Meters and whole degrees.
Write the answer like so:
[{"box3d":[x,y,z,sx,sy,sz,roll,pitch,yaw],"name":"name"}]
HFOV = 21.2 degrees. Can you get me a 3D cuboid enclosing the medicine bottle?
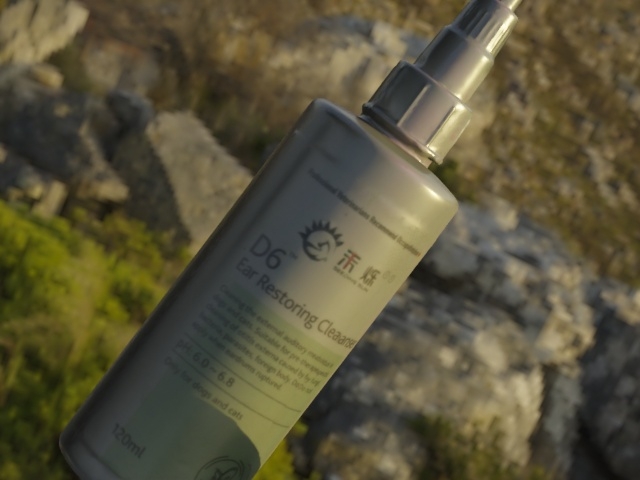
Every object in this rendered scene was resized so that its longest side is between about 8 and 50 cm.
[{"box3d":[0.000,0.000,0.522,0.058,0.199,0.057,38,3,-3],"name":"medicine bottle"}]
